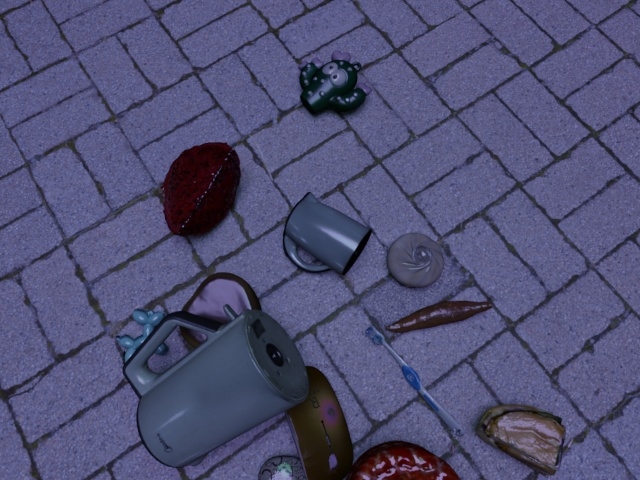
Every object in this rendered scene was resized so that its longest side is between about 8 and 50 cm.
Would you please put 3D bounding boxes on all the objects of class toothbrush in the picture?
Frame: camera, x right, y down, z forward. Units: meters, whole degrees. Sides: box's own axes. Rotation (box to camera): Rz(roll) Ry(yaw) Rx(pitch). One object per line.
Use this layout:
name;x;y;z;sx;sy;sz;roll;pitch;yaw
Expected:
toothbrush;0.268;0.395;1.224;0.040;0.040;0.386;-40;79;-11

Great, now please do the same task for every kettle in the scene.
kettle;-0.281;0.336;1.074;0.377;0.250;0.361;-36;95;12
kettle;0.000;0.000;1.299;0.237;0.161;0.221;32;106;11

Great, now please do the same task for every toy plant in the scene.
toy plant;0.041;-0.544;1.484;0.244;0.112;0.232;-15;78;2

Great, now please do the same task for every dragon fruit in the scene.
dragon fruit;-0.378;-0.166;1.362;0.205;0.152;0.316;32;89;29

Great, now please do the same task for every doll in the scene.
doll;-0.515;0.275;1.256;0.160;0.059;0.158;-30;75;-7

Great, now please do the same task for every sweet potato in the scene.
sweet potato;0.341;0.216;1.263;0.315;0.066;0.072;-10;66;0

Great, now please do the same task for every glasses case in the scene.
glasses case;-0.097;0.741;1.087;0.137;0.085;0.354;1;71;-2

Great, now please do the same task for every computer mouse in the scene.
computer mouse;-0.012;0.493;1.149;0.158;0.072;0.310;-9;70;-36

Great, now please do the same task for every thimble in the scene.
thimble;0.208;0.672;1.030;0.351;0.230;0.349;0;71;0

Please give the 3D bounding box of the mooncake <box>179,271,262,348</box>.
mooncake;-0.273;0.219;1.241;0.235;0.117;0.234;1;78;-3

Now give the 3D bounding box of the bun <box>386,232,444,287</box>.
bun;0.288;0.054;1.287;0.173;0.120;0.172;0;71;-1

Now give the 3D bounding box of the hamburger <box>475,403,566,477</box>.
hamburger;0.528;0.513;1.149;0.208;0.135;0.155;14;56;20
